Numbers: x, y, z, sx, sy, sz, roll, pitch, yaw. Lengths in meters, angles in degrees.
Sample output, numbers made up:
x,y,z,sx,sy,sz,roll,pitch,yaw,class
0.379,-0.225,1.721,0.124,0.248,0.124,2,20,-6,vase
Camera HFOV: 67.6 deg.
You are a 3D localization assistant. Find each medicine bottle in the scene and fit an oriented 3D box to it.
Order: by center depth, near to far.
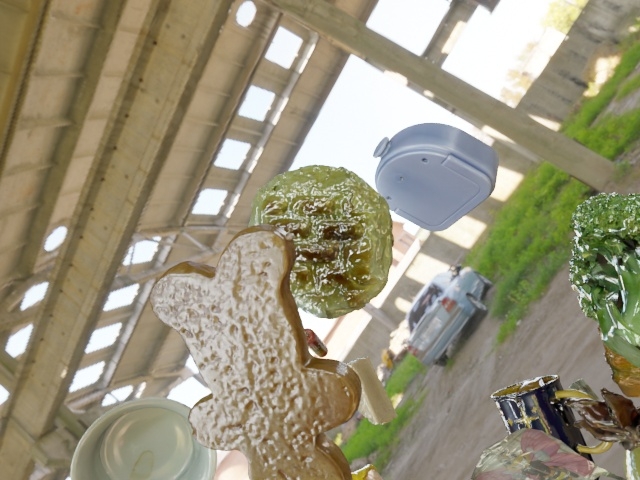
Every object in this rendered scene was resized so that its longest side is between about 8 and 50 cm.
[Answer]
x,y,z,sx,sy,sz,roll,pitch,yaw,class
0.719,0.422,1.291,0.047,0.083,0.047,-15,-43,-14,medicine bottle

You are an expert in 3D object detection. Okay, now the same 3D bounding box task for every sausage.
x,y,z,sx,sy,sz,roll,pitch,yaw,class
-0.010,0.190,0.877,0.029,0.029,0.223,-52,-19,-12,sausage

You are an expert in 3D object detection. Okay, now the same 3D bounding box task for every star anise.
x,y,z,sx,sy,sz,roll,pitch,yaw,class
0.643,0.371,0.948,0.288,0.288,0.088,95,-160,-65,star anise

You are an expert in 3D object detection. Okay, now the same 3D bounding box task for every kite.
x,y,z,sx,sy,sz,roll,pitch,yaw,class
0.471,0.452,0.887,0.022,0.361,0.204,-67,0,-53,kite

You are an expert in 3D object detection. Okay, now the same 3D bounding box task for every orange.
x,y,z,sx,sy,sz,roll,pitch,yaw,class
0.744,0.220,1.133,0.274,0.274,0.310,-42,-37,-44,orange

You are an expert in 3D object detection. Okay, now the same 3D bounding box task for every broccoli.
x,y,z,sx,sy,sz,roll,pitch,yaw,class
0.602,0.073,0.809,0.310,0.413,0.321,-51,-8,22,broccoli

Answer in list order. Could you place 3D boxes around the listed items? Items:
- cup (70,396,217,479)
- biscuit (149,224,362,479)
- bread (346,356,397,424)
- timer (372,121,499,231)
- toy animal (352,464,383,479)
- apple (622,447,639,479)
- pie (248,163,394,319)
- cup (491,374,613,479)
x,y,z,sx,sy,sz,roll,pitch,yaw,class
-0.459,0.567,1.270,0.347,0.347,0.163,-52,14,-12,cup
-0.076,0.208,0.684,0.283,0.431,0.064,-23,3,24,biscuit
0.087,0.345,1.062,0.077,0.152,0.105,0,-34,-42,bread
0.352,-0.225,1.570,0.395,0.395,0.173,103,-171,-58,timer
0.093,0.666,1.265,0.156,0.230,0.156,20,-115,-53,toy animal
1.087,0.657,1.382,0.311,0.320,0.360,-60,16,10,apple
0.000,0.000,0.889,0.306,0.306,0.071,-59,-15,17,pie
0.568,0.479,1.165,0.179,0.256,0.255,-17,-16,-6,cup
